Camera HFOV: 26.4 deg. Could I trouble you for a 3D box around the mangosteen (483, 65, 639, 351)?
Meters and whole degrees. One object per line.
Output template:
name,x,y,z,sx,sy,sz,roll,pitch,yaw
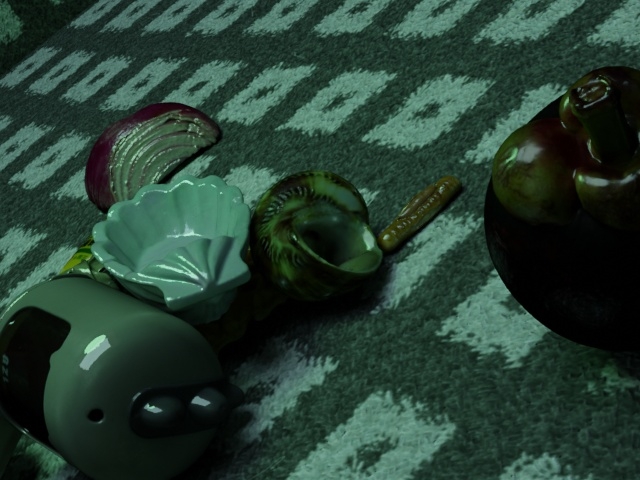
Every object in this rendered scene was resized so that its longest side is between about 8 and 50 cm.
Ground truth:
mangosteen,0.274,-0.046,1.225,0.275,0.302,0.274,-12,57,18

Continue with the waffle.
waffle,-0.129,0.073,1.791,0.238,0.058,0.243,-42,29,-23

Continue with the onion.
onion,-0.321,-0.172,2.371,0.250,0.111,0.247,-40,28,-8

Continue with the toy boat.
toy boat,-0.169,0.019,1.675,0.200,0.100,0.290,-24,29,-9

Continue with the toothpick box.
toothpick box,-0.230,0.166,1.580,0.229,0.229,0.316,-44,29,-20

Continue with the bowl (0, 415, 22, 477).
bowl,-0.447,0.264,1.710,0.211,0.112,0.211,-60,10,18

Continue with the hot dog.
hot dog,0.120,-0.035,1.704,0.137,0.028,0.044,-43,20,-14

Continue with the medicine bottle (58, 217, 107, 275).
medicine bottle,-0.355,0.065,2.037,0.111,0.076,0.309,-14,32,50

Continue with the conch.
conch,0.000,0.002,1.684,0.187,0.124,0.181,36,43,21

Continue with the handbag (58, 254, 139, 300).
handbag,-0.285,0.051,1.875,0.316,0.109,0.253,-42,1,-20
